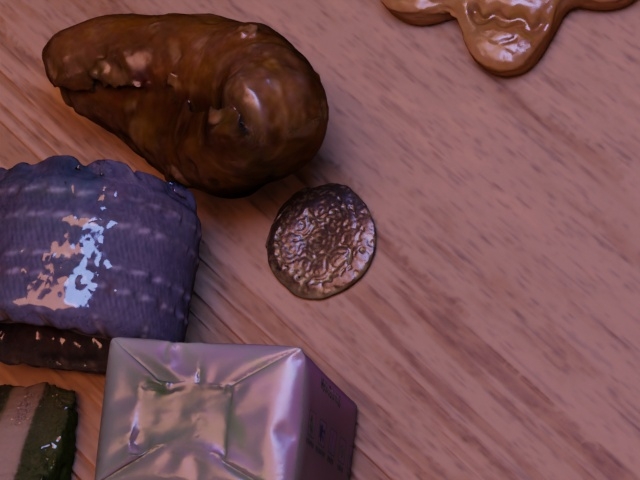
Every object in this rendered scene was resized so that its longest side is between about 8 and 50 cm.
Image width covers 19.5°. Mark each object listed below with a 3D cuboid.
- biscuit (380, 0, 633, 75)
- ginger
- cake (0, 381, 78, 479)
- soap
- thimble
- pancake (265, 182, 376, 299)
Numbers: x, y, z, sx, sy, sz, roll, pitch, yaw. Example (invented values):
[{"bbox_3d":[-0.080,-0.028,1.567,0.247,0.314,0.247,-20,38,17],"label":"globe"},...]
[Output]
[{"bbox_3d":[0.211,-0.332,1.776,0.275,0.052,0.355,37,87,22],"label":"biscuit"},{"bbox_3d":[-0.114,-0.131,1.747,0.321,0.172,0.165,15,92,40],"label":"ginger"},{"bbox_3d":[-0.316,0.249,1.684,0.158,0.172,0.284,0,72,13],"label":"cake"},{"bbox_3d":[-0.078,0.175,1.623,0.182,0.199,0.138,1,71,15],"label":"soap"},{"bbox_3d":[-0.226,0.026,1.715,0.236,0.205,0.172,-10,63,42],"label":"thimble"},{"bbox_3d":[0.000,0.000,1.754,0.114,0.011,0.115,-4,73,14],"label":"pancake"}]
